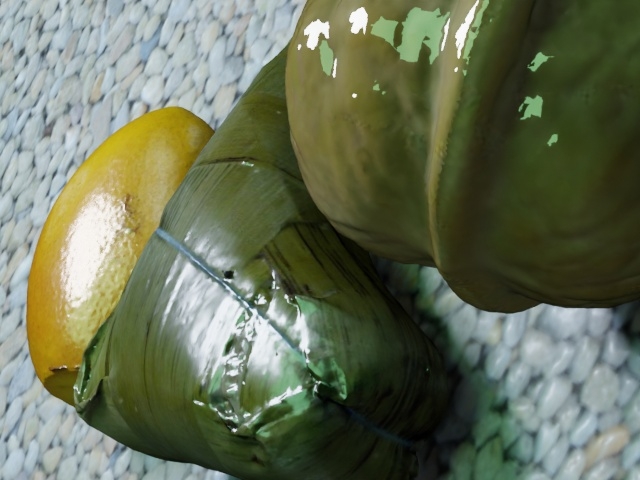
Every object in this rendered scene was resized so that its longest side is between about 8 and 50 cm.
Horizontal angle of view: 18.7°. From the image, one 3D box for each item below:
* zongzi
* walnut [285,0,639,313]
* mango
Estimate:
[{"bbox_3d":[0.000,0.000,1.381,0.323,0.160,0.360,6,68,53],"label":"zongzi"},{"bbox_3d":[0.127,-0.092,1.129,0.296,0.285,0.285,18,83,24],"label":"walnut"},{"bbox_3d":[-0.154,0.009,1.620,0.187,0.138,0.257,-18,59,37],"label":"mango"}]
